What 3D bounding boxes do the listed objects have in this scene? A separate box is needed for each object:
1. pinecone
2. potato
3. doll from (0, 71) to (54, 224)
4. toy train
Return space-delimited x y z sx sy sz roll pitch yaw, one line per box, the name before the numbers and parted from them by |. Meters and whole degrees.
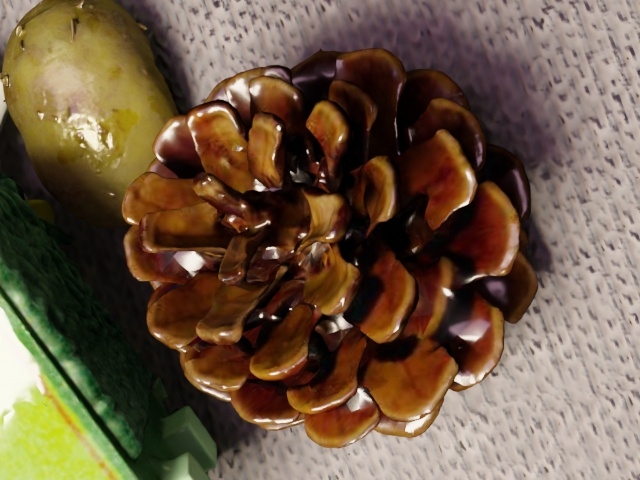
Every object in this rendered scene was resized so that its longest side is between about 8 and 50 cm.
pinecone | 0.000 0.000 0.616 0.208 0.208 0.207 2 96 23
potato | -0.128 -0.075 0.726 0.092 0.070 0.137 -23 88 6
doll | -0.222 -0.049 0.766 0.129 0.081 0.207 -31 84 21
toy train | -0.183 0.100 0.673 0.188 0.159 0.271 -32 103 3
